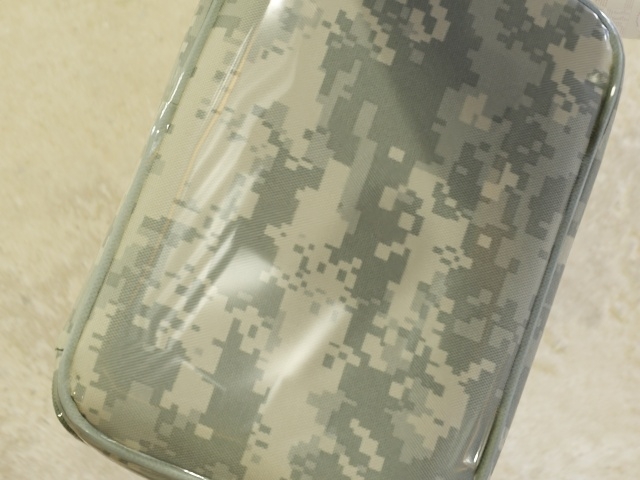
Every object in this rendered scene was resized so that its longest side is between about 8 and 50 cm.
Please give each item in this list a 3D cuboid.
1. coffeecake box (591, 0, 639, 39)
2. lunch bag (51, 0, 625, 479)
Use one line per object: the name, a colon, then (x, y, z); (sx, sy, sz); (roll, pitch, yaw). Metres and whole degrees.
coffeecake box: (0.249, -0.267, 1.350); (0.186, 0.068, 0.142); (5, 55, 0)
lunch bag: (0.000, 0.000, 0.747); (0.213, 0.256, 0.305); (21, 78, -7)
